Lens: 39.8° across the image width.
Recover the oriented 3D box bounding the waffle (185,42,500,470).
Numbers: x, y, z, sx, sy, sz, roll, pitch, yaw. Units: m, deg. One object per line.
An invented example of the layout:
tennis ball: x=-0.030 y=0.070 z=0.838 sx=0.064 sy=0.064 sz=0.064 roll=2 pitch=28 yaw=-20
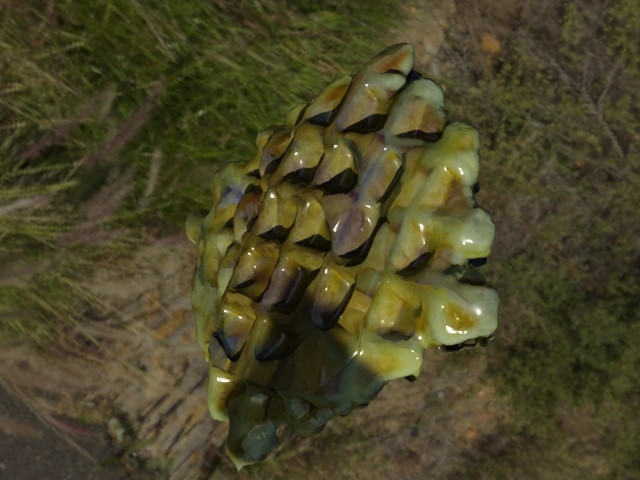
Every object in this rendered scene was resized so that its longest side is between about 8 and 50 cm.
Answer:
waffle: x=-0.002 y=-0.001 z=0.499 sx=0.223 sy=0.204 sz=0.054 roll=-35 pitch=137 yaw=30
